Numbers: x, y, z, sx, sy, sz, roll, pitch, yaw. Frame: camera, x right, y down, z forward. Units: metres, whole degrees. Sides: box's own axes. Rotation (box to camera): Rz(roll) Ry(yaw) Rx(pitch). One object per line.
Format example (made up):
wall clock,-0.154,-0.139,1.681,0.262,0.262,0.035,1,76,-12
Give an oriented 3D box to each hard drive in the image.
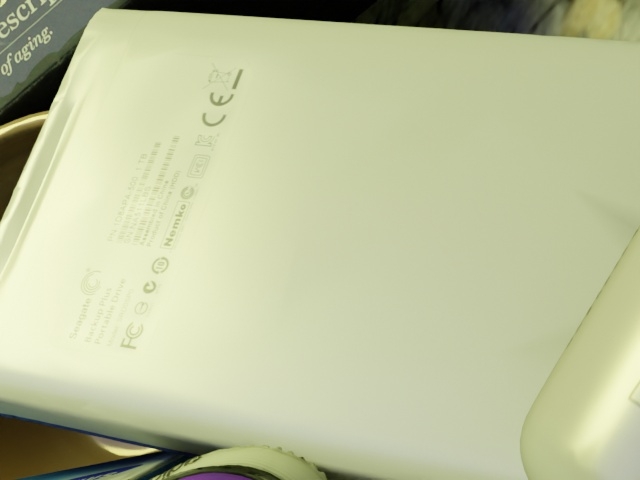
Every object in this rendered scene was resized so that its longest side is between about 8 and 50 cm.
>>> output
hard drive,0.000,0.000,0.756,0.318,0.040,0.210,8,66,29

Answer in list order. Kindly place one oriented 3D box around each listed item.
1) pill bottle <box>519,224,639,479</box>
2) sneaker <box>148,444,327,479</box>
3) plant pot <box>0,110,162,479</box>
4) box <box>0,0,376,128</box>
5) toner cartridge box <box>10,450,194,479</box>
pill bottle,0.135,0.056,0.509,0.229,0.131,0.131,-59,22,3
sneaker,-0.129,0.182,0.656,0.293,0.102,0.146,-38,-3,15
plant pot,-0.118,0.058,0.903,0.237,0.110,0.237,-7,74,25
box,-0.187,-0.191,1.027,0.343,0.179,0.312,-38,67,17
toner cartridge box,-0.201,0.211,0.816,0.347,0.165,0.075,-14,2,23
